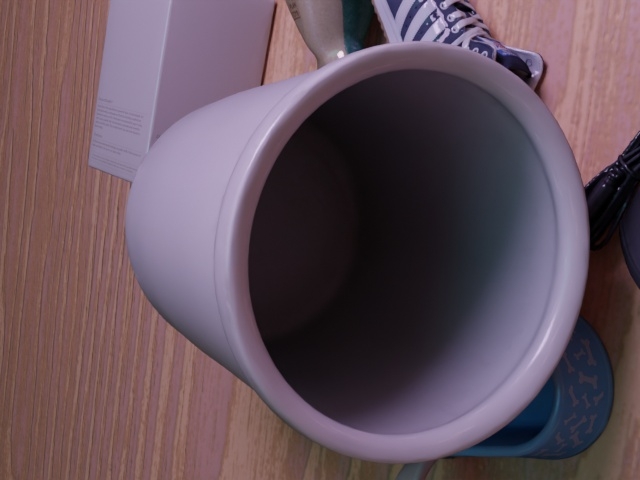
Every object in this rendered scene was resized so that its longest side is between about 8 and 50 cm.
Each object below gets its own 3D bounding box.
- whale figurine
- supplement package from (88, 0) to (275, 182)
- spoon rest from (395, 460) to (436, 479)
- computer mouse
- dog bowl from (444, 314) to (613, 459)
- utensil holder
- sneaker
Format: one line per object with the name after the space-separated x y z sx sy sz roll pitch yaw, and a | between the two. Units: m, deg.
0.027 -0.319 0.955 0.216 0.141 0.271 -148 43 -73 | whale figurine
-0.206 -0.229 1.146 0.178 0.175 0.292 21 104 46 | supplement package
0.163 0.343 0.770 0.276 0.084 0.137 52 133 13 | spoon rest
0.298 0.006 0.638 0.188 0.072 0.272 -53 37 27 | computer mouse
0.154 0.155 0.833 0.297 0.074 0.165 -15 78 46 | dog bowl
0.000 0.000 0.763 0.385 0.328 0.327 8 95 63 | utensil holder
0.143 -0.231 0.836 0.153 0.099 0.282 -9 89 51 | sneaker
